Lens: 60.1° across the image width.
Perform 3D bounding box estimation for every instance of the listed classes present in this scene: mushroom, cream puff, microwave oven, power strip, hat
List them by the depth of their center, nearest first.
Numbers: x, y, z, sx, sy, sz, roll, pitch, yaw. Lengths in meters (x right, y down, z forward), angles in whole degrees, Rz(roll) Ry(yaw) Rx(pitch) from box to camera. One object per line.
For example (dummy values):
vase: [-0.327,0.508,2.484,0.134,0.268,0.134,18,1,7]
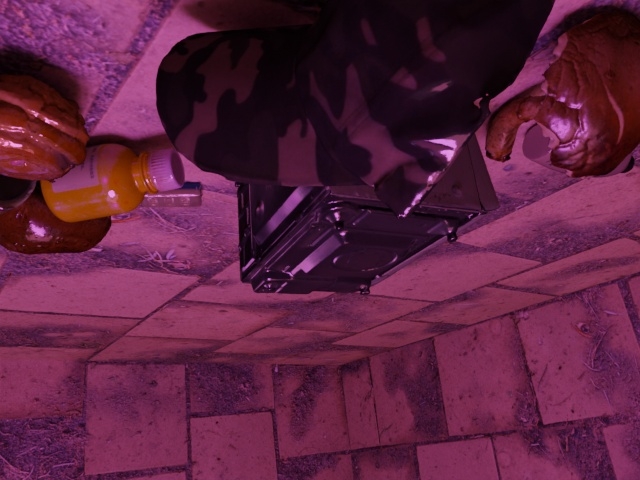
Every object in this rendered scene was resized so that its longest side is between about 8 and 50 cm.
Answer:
hat: [0.013,-0.218,0.569,0.382,0.366,0.257,13,142,2]
cream puff: [-0.407,-0.159,0.764,0.189,0.129,0.189,5,170,1]
mushroom: [0.353,-0.202,0.850,0.302,0.208,0.233,-10,119,38]
microwave oven: [0.056,-0.065,0.977,0.333,0.247,0.394,3,157,-25]
mushroom: [-0.518,-0.032,1.041,0.231,0.138,0.194,15,150,-42]
power strip: [-0.297,-0.090,1.100,0.123,0.032,0.056,-2,159,-13]

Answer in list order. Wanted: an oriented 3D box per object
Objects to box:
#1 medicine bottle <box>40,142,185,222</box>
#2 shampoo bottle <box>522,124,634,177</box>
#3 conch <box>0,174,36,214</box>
medicine bottle: [-0.342,-0.105,0.932,0.213,0.121,0.122,-9,158,6]
shampoo bottle: [0.510,-0.169,1.066,0.257,0.078,0.127,4,155,-27]
conch: [-0.571,-0.109,0.858,0.124,0.187,0.181,1,130,39]
